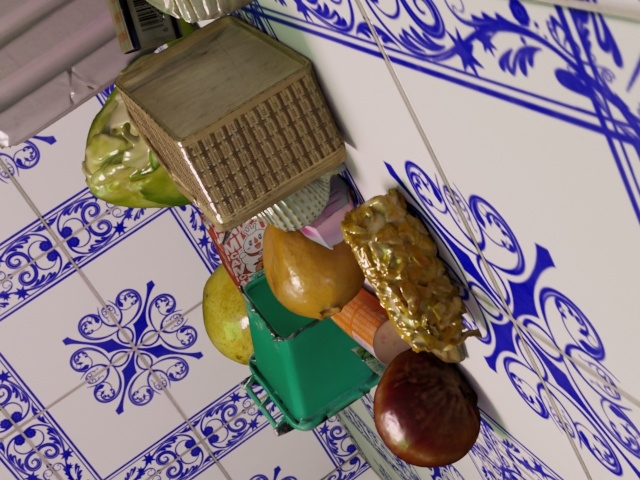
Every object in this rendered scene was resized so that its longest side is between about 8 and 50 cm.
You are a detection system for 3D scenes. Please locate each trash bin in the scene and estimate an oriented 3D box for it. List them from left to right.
[{"bbox_3d":[-0.047,0.226,2.371,0.259,0.295,0.381,48,162,36],"label":"trash bin"}]

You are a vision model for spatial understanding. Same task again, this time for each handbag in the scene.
[{"bbox_3d":[-0.168,-0.018,2.467,0.151,0.171,0.298,52,167,39],"label":"handbag"}]

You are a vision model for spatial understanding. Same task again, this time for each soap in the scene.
[{"bbox_3d":[-0.555,-0.435,2.123,0.350,0.435,0.213,53,176,-11],"label":"soap"},{"bbox_3d":[-0.001,-0.059,1.662,0.149,0.100,0.056,48,168,40],"label":"soap"}]

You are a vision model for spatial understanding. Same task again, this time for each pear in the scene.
[{"bbox_3d":[-0.160,0.176,2.688,0.304,0.304,0.304,53,170,13],"label":"pear"}]

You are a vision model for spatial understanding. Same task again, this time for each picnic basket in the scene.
[{"bbox_3d":[-0.133,-0.177,1.539,0.313,0.228,0.175,42,161,52],"label":"picnic basket"}]

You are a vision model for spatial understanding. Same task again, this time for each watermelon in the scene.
[{"bbox_3d":[0.155,0.271,2.150,0.187,0.071,0.139,40,171,30],"label":"watermelon"}]

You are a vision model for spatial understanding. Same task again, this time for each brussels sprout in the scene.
[{"bbox_3d":[-0.313,-0.217,2.120,0.371,0.315,0.275,132,131,-55],"label":"brussels sprout"}]

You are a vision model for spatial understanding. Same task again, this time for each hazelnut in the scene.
[{"bbox_3d":[0.176,0.273,1.765,0.178,0.178,0.204,67,-164,-50],"label":"hazelnut"}]

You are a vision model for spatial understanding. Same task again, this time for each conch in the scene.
[{"bbox_3d":[-0.046,-0.077,1.586,0.135,0.153,0.102,43,137,27],"label":"conch"}]

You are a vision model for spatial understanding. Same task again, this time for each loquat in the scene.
[{"bbox_3d":[-0.009,0.021,1.773,0.187,0.176,0.234,-52,44,38],"label":"loquat"}]

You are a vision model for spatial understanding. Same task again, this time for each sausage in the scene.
[{"bbox_3d":[0.082,0.144,1.986,0.093,0.093,0.312,59,170,-20],"label":"sausage"}]

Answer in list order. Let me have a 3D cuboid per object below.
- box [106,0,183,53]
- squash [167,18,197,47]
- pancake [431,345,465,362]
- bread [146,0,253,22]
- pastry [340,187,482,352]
[{"bbox_3d":[-0.306,-0.450,1.638,0.198,0.084,0.310,-151,44,-72],"label":"box"},{"bbox_3d":[-0.212,-0.309,1.944,0.318,0.071,0.080,53,151,-4],"label":"squash"},{"bbox_3d":[0.151,0.100,1.679,0.235,0.029,0.212,49,168,27],"label":"pancake"},{"bbox_3d":[-0.083,-0.300,0.913,0.192,0.210,0.109,47,163,39],"label":"bread"},{"bbox_3d":[0.122,0.053,1.427,0.250,0.102,0.154,58,169,-5],"label":"pastry"}]
